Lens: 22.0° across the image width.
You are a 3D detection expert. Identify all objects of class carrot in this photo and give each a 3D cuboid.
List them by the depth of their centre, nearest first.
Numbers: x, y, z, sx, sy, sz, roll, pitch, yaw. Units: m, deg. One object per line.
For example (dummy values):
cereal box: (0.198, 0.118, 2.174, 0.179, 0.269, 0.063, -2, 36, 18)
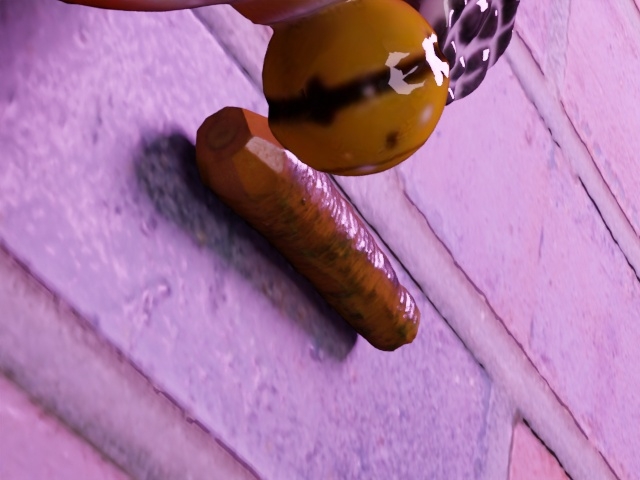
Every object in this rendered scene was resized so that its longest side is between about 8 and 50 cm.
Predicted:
carrot: (0.000, 0.000, 0.701, 0.171, 0.042, 0.042, 50, 41, -48)

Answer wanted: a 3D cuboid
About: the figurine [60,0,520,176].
figurine: (-0.048, -0.171, 0.498, 0.323, 0.196, 0.320, 9, 68, -67)
